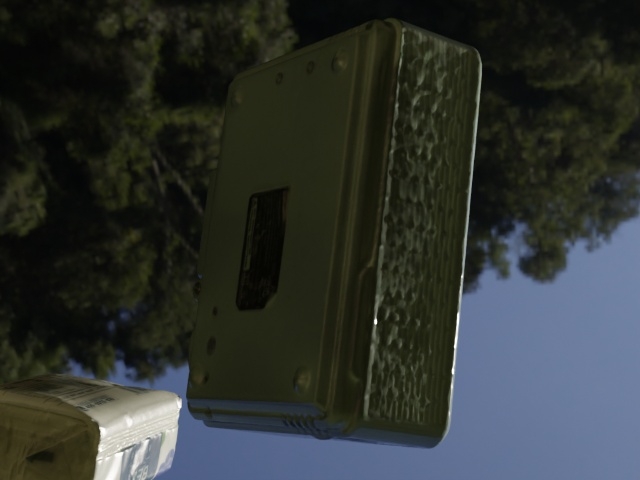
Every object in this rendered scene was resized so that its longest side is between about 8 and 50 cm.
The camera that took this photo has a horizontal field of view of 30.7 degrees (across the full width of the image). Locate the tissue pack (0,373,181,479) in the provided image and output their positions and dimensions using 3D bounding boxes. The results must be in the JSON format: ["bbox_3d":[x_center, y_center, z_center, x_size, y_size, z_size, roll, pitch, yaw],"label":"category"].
[{"bbox_3d":[-0.096,0.076,0.446,0.062,0.042,0.083,10,-179,12],"label":"tissue pack"}]

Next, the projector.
[{"bbox_3d":[0.000,0.000,0.762,0.099,0.257,0.192,13,168,-32],"label":"projector"}]
